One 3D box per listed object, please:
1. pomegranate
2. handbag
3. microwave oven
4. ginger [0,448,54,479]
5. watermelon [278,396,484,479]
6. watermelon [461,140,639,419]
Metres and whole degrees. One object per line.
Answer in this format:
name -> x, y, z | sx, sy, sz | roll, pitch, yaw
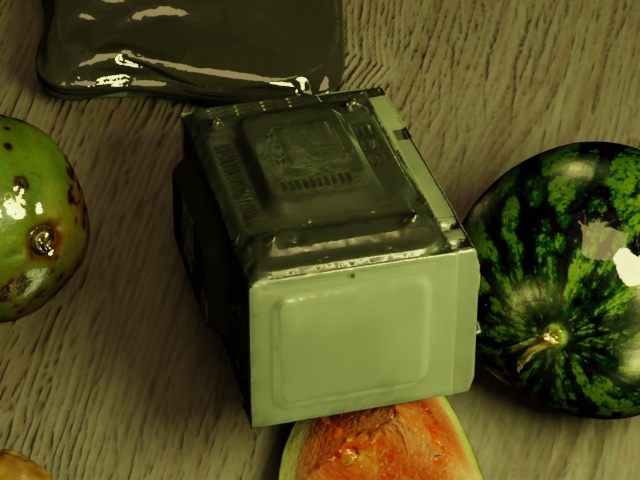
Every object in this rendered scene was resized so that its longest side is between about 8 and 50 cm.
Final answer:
pomegranate -> -0.330, -0.030, 1.815 | 0.202, 0.202, 0.248 | -40, 43, -25
handbag -> -0.141, -0.223, 1.995 | 0.332, 0.075, 0.192 | 2, 61, -5
microwave oven -> 0.000, 0.000, 1.769 | 0.237, 0.181, 0.295 | -8, 36, -12
ginger -> -0.391, 0.240, 1.670 | 0.321, 0.172, 0.165 | 10, 23, -8
watermelon -> 0.044, 0.194, 1.787 | 0.145, 0.137, 0.193 | -38, 70, 15
watermelon -> 0.257, 0.037, 1.811 | 0.269, 0.269, 0.269 | 3, 61, -6
